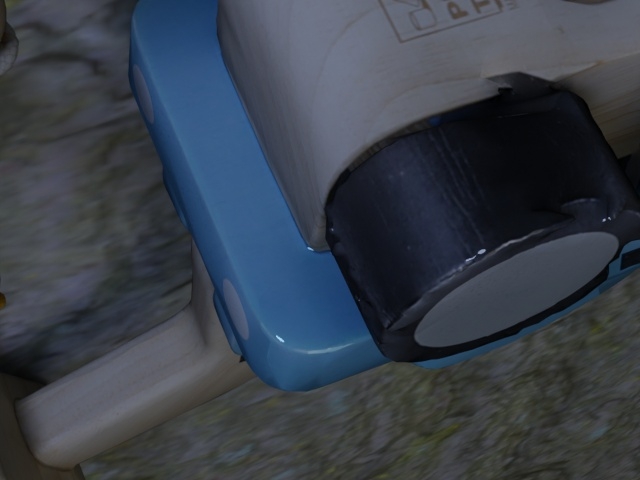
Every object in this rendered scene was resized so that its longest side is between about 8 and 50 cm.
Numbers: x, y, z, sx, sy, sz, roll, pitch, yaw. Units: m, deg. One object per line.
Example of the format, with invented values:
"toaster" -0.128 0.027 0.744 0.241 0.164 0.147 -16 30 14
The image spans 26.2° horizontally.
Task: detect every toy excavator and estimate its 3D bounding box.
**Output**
"toy excavator" 0.000 0.000 0.665 0.433 0.222 0.445 -19 158 -16

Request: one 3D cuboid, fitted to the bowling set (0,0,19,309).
"bowling set" -0.169 -0.094 0.384 0.200 0.154 0.287 -43 149 24
